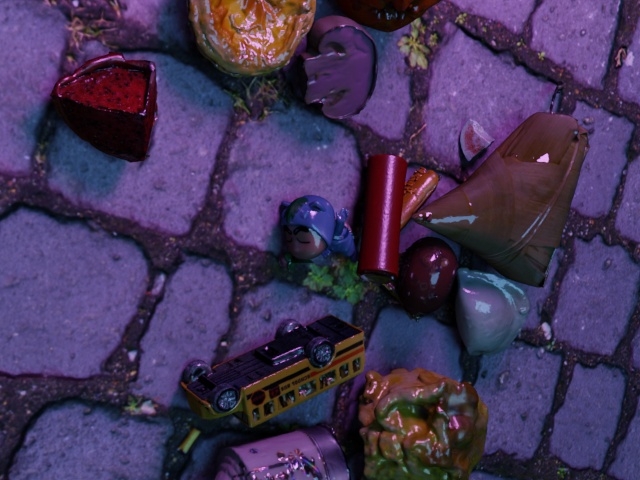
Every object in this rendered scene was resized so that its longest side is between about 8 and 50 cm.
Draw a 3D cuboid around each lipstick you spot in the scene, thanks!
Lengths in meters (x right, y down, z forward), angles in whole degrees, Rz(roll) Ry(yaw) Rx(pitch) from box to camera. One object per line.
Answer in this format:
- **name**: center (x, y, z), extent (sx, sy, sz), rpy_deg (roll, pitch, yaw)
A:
- **lipstick**: center (0.115, -0.042, 1.753), extent (0.080, 0.080, 0.241), rpy_deg (21, 67, -35)

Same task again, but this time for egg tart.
- **egg tart**: center (-0.121, -0.387, 1.554), extent (0.241, 0.106, 0.241), rpy_deg (-6, 102, -30)

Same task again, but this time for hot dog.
- **hot dog**: center (0.166, -0.075, 1.832), extent (0.055, 0.072, 0.188), rpy_deg (43, 74, -10)

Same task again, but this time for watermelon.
- **watermelon**: center (0.322, -0.208, 1.914), extent (0.085, 0.061, 0.085), rpy_deg (-10, 107, -35)

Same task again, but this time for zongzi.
- **zongzi**: center (0.383, -0.164, 1.878), extent (0.418, 0.181, 0.447), rpy_deg (23, 84, -41)

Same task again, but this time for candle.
- **candle**: center (-0.108, 0.445, 1.680), extent (0.330, 0.187, 0.187), rpy_deg (-7, 103, -31)

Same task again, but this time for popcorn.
- **popcorn**: center (0.187, 0.371, 1.834), extent (0.293, 0.237, 0.292), rpy_deg (-8, 103, -37)

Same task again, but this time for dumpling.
- **dumpling**: center (0.348, 0.141, 1.972), extent (0.149, 0.105, 0.216), rpy_deg (-27, 113, -19)

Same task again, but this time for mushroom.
- **mushroom**: center (0.025, -0.312, 1.657), extent (0.141, 0.117, 0.188), rpy_deg (-10, 127, -7)

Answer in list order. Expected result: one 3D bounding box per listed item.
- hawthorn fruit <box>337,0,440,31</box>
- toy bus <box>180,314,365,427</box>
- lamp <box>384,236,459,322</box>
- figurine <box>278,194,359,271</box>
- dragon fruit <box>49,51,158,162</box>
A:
- **hawthorn fruit**: center (0.124, -0.520, 1.642), extent (0.211, 0.211, 0.299), rpy_deg (-1, 89, -34)
- **toy bus**: center (-0.080, 0.239, 1.700), extent (0.336, 0.121, 0.123), rpy_deg (-22, 118, -30)
- **lamp**: center (0.195, 0.065, 1.844), extent (0.156, 0.135, 0.157), rpy_deg (94, 20, -62)
- **figurine**: center (-0.004, 0.002, 1.715), extent (0.178, 0.114, 0.144), rpy_deg (32, 82, -43)
- **dragon fruit**: center (-0.333, -0.211, 1.470), extent (0.161, 0.120, 0.127), rpy_deg (11, 137, -11)
